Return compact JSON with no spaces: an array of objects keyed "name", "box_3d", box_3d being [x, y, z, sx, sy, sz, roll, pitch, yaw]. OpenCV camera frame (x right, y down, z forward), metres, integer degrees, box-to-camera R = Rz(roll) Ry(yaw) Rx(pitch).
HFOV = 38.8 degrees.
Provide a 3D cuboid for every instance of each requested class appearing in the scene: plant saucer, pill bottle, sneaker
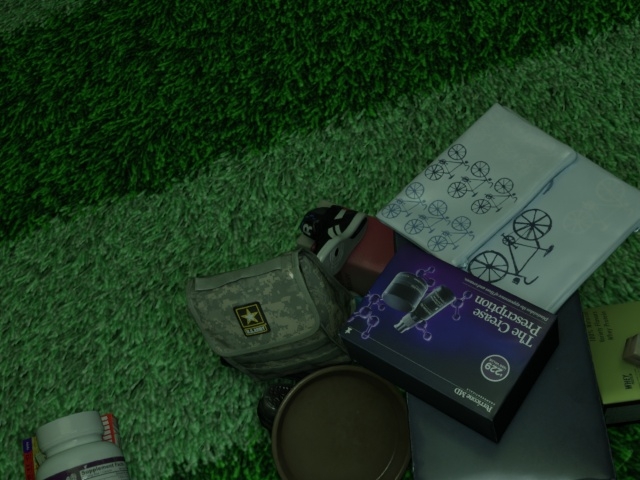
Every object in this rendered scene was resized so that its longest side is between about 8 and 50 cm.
[{"name":"plant saucer","box_3d":[0.041,0.374,1.730,0.278,0.041,0.278,0,89,-11]},{"name":"pill bottle","box_3d":[-0.435,0.482,1.701,0.169,0.169,0.301,-20,73,-3]},{"name":"sneaker","box_3d":[0.000,0.000,1.826,0.121,0.079,0.217,14,33,23]},{"name":"sneaker","box_3d":[-0.021,0.349,1.815,0.227,0.130,0.087,8,55,-18]}]

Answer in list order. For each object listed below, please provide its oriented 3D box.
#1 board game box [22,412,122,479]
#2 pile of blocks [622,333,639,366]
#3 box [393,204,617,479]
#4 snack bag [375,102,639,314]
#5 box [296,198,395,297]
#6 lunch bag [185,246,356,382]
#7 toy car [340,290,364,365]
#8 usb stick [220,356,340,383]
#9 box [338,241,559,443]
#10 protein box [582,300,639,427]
[{"name":"board game box","box_3d":[-0.500,0.451,1.846,0.193,0.045,0.147,-17,57,-2]},{"name":"pile of blocks","box_3d":[0.710,0.170,1.560,0.362,0.149,0.113,4,59,31]},{"name":"box","box_3d":[0.302,0.270,1.571,0.297,0.472,0.480,-6,57,6]},{"name":"snack bag","box_3d":[0.316,-0.047,1.467,0.323,0.037,0.342,-41,60,-16]},{"name":"box","box_3d":[0.085,0.031,1.950,0.232,0.149,0.127,20,63,21]},{"name":"lunch bag","box_3d":[-0.087,0.135,1.689,0.235,0.287,0.169,-16,55,20]},{"name":"toy car","box_3d":[0.038,0.177,1.873,0.182,0.136,0.159,-24,57,-6]},{"name":"usb stick","box_3d":[-0.082,0.253,1.846,0.278,0.077,0.045,6,96,33]},{"name":"box","box_3d":[0.188,0.144,1.329,0.261,0.103,0.184,26,72,28]},{"name":"protein box","box_3d":[0.607,0.234,1.741,0.201,0.136,0.200,-9,58,4]}]
